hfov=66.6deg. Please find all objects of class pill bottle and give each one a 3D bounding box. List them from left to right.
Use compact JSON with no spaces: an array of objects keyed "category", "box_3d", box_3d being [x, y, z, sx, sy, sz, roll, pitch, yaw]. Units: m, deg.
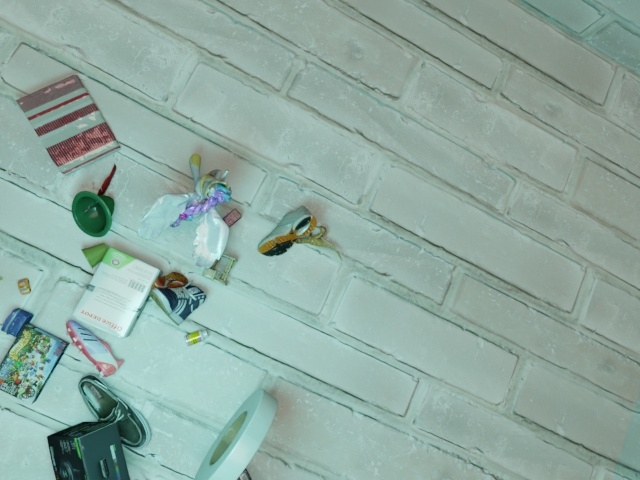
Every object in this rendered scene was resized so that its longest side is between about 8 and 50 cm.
[{"category":"pill bottle","box_3d":[-0.468,0.366,1.841,0.083,0.043,0.043,-19,88,-13]}]

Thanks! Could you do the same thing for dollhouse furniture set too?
[{"category":"dollhouse furniture set","box_3d":[-0.362,0.070,1.837,0.101,0.161,0.182,23,80,-9]}]

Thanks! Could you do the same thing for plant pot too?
[{"category":"plant pot","box_3d":[-0.822,0.049,1.793,0.079,0.083,0.083,-32,91,-26]}]

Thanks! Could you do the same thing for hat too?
[{"category":"hat","box_3d":[-0.802,-0.136,1.840,0.173,0.183,0.208,36,119,1]}]

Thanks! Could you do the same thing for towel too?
[{"category":"towel","box_3d":[-0.944,-0.435,1.840,0.237,0.037,0.329,-31,92,-15]}]

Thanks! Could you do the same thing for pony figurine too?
[{"category":"pony figurine","box_3d":[-0.450,-0.127,1.737,0.303,0.363,0.351,29,95,-31]}]

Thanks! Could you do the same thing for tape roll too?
[{"category":"tape roll","box_3d":[-0.289,0.690,1.669,0.072,0.392,0.392,38,78,-4]}]

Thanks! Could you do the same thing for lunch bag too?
[{"category":"lunch bag","box_3d":[-1.070,0.289,1.712,0.065,0.067,0.098,30,80,-7]}]

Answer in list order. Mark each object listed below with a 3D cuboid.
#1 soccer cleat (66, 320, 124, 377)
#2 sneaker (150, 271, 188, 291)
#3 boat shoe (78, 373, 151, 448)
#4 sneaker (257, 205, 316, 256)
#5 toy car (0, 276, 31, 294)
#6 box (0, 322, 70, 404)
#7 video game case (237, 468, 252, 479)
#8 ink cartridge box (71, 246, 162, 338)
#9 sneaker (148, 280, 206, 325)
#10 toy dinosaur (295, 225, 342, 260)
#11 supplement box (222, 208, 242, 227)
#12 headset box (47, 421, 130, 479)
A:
[{"category":"soccer cleat","box_3d":[-0.818,0.381,1.759,0.248,0.083,0.095,51,49,2]},{"category":"sneaker","box_3d":[-0.560,0.160,1.800,0.064,0.175,0.067,49,112,16]},{"category":"boat shoe","box_3d":[-0.739,0.614,1.717,0.335,0.119,0.121,46,77,-4]},{"category":"sneaker","box_3d":[-0.140,-0.039,1.941,0.262,0.121,0.099,-32,132,4]},{"category":"toy car","box_3d":[-1.098,0.162,1.735,0.122,0.040,0.060,4,83,-12]},{"category":"box","box_3d":[-1.018,0.431,1.708,0.159,0.044,0.233,29,84,-8]},{"category":"video game case","box_3d":[-0.356,1.005,1.802,0.274,0.026,0.196,-26,89,-12]},{"category":"ink cartridge box","box_3d":[-0.730,0.190,1.770,0.198,0.115,0.272,27,79,-7]},{"category":"sneaker","box_3d":[-0.504,0.199,1.745,0.099,0.282,0.153,42,71,17]},{"category":"toy dinosaur","box_3d":[0.000,0.000,1.982,0.212,0.064,0.112,14,99,-1]},{"category":"supplement box","box_3d":[-0.353,-0.082,1.911,0.083,0.055,0.043,-42,94,-12]},{"category":"headset box","box_3d":[-0.757,0.741,1.608,0.131,0.283,0.246,-11,86,-50]}]
